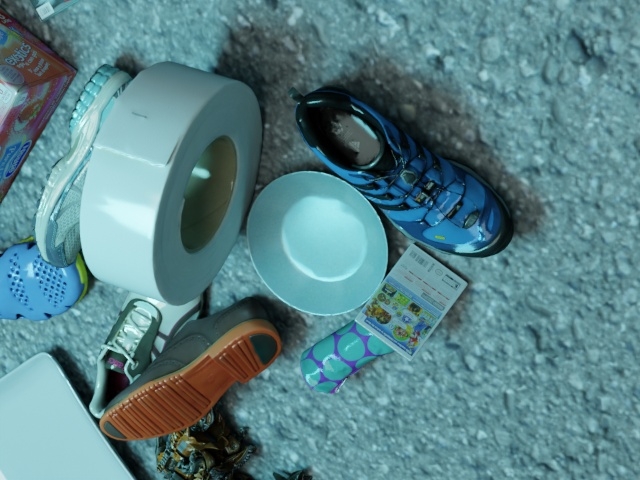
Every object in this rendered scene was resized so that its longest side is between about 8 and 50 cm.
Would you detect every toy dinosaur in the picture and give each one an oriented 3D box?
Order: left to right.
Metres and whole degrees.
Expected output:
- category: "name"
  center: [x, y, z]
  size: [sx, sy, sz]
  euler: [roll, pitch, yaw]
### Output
- category: "toy dinosaur"
  center: [-0.145, 0.353, 1.778]
  size: [0.218, 0.164, 0.321]
  euler: [15, 134, 33]

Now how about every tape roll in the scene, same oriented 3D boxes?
- category: "tape roll"
  center: [-0.175, -0.069, 1.526]
  size: [0.100, 0.286, 0.286]
  euler: [19, 115, 17]

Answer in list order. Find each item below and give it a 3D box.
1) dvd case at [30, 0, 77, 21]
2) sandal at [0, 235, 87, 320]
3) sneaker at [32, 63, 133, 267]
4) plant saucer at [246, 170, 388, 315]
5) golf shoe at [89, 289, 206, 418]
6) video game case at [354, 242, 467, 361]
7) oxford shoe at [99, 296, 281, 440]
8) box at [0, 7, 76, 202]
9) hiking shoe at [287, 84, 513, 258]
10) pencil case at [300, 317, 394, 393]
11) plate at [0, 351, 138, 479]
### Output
- category: "dvd case"
  center: [-0.361, -0.358, 1.654]
  size: [0.087, 0.013, 0.119]
  euler: [-24, 97, 29]
- category: "sandal"
  center: [-0.475, 0.074, 1.795]
  size: [0.317, 0.138, 0.126]
  euler: [-11, 102, 24]
- category: "sneaker"
  center: [-0.285, -0.080, 1.659]
  size: [0.122, 0.110, 0.283]
  euler: [25, 108, 5]
- category: "plant saucer"
  center: [0.000, 0.000, 1.619]
  size: [0.195, 0.037, 0.194]
  euler: [8, 111, 20]
- category: "golf shoe"
  center: [-0.237, 0.127, 1.722]
  size: [0.105, 0.120, 0.272]
  euler: [26, 116, 14]
- category: "video game case"
  center: [0.113, 0.076, 1.573]
  size: [0.087, 0.011, 0.122]
  euler: [36, 81, 7]
- category: "oxford shoe"
  center: [-0.178, 0.173, 1.690]
  size: [0.271, 0.098, 0.097]
  euler: [-31, 130, 5]
- category: "box"
  center: [-0.484, -0.150, 1.710]
  size: [0.154, 0.142, 0.300]
  euler: [40, 119, 5]
- category: "hiking shoe"
  center: [0.088, -0.072, 1.487]
  size: [0.304, 0.132, 0.113]
  euler: [33, 100, 8]
- category: "pencil case"
  center: [0.048, 0.140, 1.634]
  size: [0.152, 0.064, 0.070]
  euler: [-36, 81, 29]
- category: "plate"
  center: [-0.418, 0.326, 1.914]
  size: [0.278, 0.045, 0.277]
  euler: [-31, 94, 29]
